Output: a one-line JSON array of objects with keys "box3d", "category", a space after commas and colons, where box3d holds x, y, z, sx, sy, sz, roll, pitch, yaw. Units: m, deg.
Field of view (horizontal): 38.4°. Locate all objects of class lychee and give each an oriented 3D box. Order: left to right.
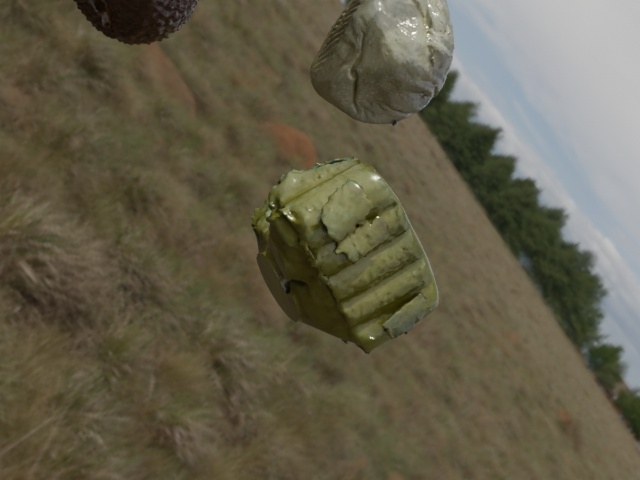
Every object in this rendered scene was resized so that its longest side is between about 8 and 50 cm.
[{"box3d": [-0.339, -0.505, 1.719, 0.267, 0.267, 0.267, 52, 10, -13], "category": "lychee"}]

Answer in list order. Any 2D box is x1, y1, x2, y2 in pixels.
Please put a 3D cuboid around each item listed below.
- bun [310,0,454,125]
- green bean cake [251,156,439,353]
[{"box3d": [0.118, -0.314, 1.548, 0.204, 0.281, 0.281, 34, 14, -9], "category": "bun"}, {"box3d": [0.000, 0.000, 1.349, 0.285, 0.202, 0.310, 60, -10, -30], "category": "green bean cake"}]
